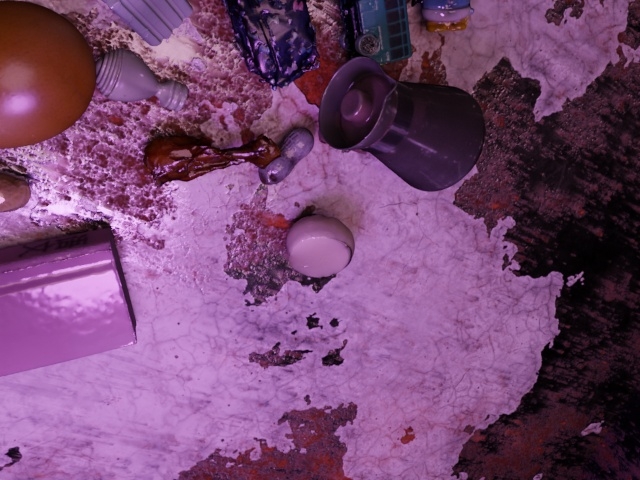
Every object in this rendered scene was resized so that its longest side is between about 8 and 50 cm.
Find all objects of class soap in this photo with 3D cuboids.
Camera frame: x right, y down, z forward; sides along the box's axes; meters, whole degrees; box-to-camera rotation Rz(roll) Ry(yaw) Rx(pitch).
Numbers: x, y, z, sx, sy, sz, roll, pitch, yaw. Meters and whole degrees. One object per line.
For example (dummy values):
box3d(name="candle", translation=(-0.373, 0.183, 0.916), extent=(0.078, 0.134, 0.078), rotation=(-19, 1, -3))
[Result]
box3d(name="soap", translation=(-0.331, -0.458, 1.131), extent=(0.119, 0.198, 0.066), rotation=(-43, 83, 3))

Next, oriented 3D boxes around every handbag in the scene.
box3d(name="handbag", translation=(-0.106, -0.459, 1.262), extent=(0.162, 0.113, 0.260), rotation=(-27, 117, -15))

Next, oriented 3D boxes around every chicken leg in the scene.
box3d(name="chicken leg", translation=(-0.239, -0.187, 1.331), extent=(0.305, 0.093, 0.113), rotation=(-6, 123, -12))

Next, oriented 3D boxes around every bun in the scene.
box3d(name="bun", translation=(0.000, 0.000, 1.487), extent=(0.173, 0.119, 0.172), rotation=(0, 139, 0))

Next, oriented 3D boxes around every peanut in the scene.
box3d(name="peanut", translation=(-0.706, -0.090, 1.211), extent=(0.215, 0.090, 0.098), rotation=(-8, 102, -16))

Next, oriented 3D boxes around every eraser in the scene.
box3d(name="eraser", translation=(-0.618, 0.142, 1.327), extent=(0.360, 0.122, 0.272), rotation=(-13, 118, -13))

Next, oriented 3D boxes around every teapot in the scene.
box3d(name="teapot", translation=(0.170, -0.256, 1.351), extent=(0.344, 0.300, 0.253), rotation=(12, 72, -41))

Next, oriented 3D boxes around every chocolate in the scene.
box3d(name="chocolate", translation=(-0.082, -0.198, 1.403), extent=(0.167, 0.072, 0.072), rotation=(-47, 119, 2))

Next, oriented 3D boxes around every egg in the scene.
box3d(name="egg", translation=(-0.573, -0.293, 1.083), extent=(0.323, 0.250, 0.250), rotation=(-24, 118, 0))

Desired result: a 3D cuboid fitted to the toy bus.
box3d(name="toy bus", translation=(0.114, -0.520, 1.307), extent=(0.147, 0.128, 0.255), rotation=(-18, 119, -14))

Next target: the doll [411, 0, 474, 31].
box3d(name="doll", translation=(0.285, -0.627, 1.316), extent=(0.177, 0.141, 0.313), rotation=(-5, 119, 0))

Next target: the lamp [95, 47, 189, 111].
box3d(name="lamp", translation=(-0.370, -0.326, 1.231), extent=(0.193, 0.106, 0.106), rotation=(14, 106, -32))
